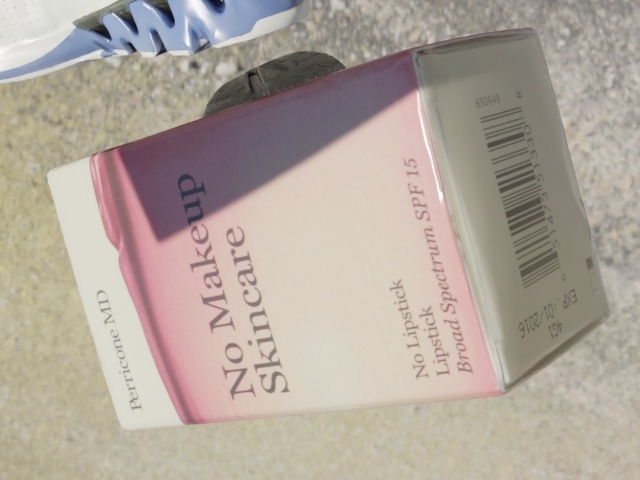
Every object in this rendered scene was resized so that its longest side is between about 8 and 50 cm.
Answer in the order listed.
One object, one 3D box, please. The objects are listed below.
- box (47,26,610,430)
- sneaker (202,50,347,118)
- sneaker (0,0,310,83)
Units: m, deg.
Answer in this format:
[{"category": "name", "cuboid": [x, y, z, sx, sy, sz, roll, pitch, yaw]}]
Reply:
[{"category": "box", "cuboid": [0.000, 0.000, 0.553, 0.232, 0.149, 0.126, -13, -175, 37]}, {"category": "sneaker", "cuboid": [0.022, -0.006, 1.117, 0.169, 0.447, 0.258, -28, 126, -5]}, {"category": "sneaker", "cuboid": [-0.164, -0.216, 0.774, 0.315, 0.127, 0.182, -4, 109, 27]}]
